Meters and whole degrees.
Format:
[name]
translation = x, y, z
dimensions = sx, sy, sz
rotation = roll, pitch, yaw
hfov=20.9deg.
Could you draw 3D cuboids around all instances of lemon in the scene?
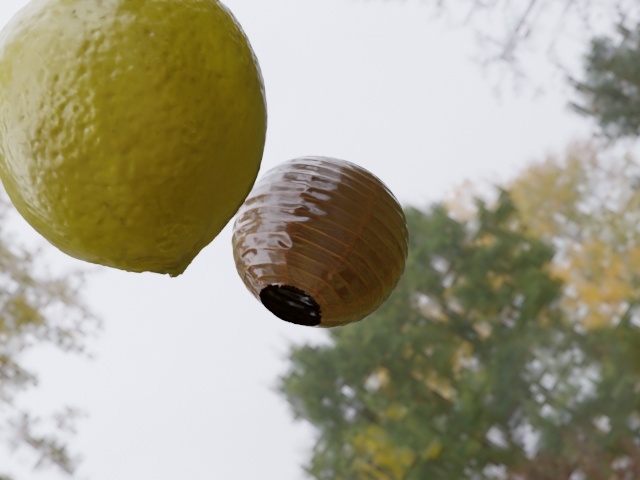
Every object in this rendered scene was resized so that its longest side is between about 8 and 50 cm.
[lemon]
translation = -0.118, -0.074, 1.075
dimensions = 0.178, 0.178, 0.203
rotation = -27, -79, -55

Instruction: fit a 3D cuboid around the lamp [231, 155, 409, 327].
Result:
[lamp]
translation = 0.000, 0.000, 1.323
dimensions = 0.136, 0.136, 0.136
rotation = -48, -22, -26
